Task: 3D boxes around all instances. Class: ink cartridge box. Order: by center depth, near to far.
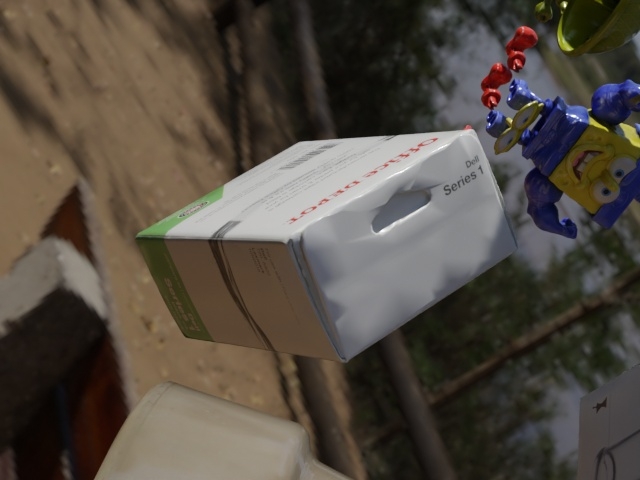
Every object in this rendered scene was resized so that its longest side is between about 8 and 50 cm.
[{"bbox_3d":[0.000,0.000,0.990,0.219,0.160,0.093,3,-60,59],"label":"ink cartridge box"}]

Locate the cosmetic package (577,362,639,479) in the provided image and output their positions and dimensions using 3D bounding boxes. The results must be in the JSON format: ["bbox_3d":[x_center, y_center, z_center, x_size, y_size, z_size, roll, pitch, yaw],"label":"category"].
[{"bbox_3d":[0.275,0.186,0.841,0.097,0.284,0.377,35,38,-18],"label":"cosmetic package"}]

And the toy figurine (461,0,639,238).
[{"bbox_3d":[0.298,-0.129,1.589,0.217,0.362,0.191,30,24,-13],"label":"toy figurine"}]

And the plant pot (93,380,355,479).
[{"bbox_3d":[0.029,0.241,0.550,0.323,0.280,0.323,14,90,-86],"label":"plant pot"}]
